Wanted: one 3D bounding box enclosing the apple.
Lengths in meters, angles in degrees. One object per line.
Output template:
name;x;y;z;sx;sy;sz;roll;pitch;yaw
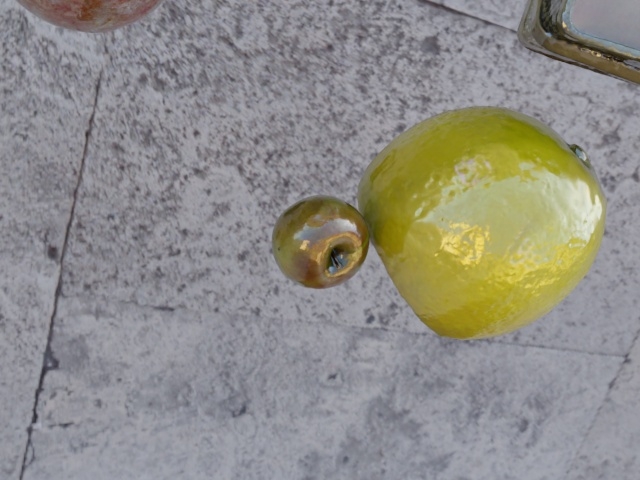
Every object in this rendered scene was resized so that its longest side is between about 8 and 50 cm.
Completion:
apple;0.000;0.000;0.649;0.089;0.074;0.089;-17;140;-14

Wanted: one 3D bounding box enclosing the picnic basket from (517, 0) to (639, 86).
picnic basket;0.298;-0.271;0.628;0.165;0.139;0.267;17;101;-3

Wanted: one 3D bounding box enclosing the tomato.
tomato;-0.387;-0.502;1.187;0.316;0.317;0.282;-20;147;-11

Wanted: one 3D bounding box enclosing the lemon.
lemon;0.173;-0.028;0.733;0.219;0.240;0.240;-31;125;19
